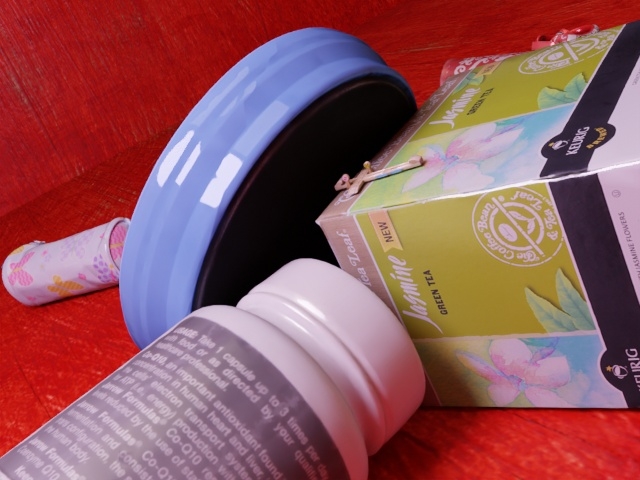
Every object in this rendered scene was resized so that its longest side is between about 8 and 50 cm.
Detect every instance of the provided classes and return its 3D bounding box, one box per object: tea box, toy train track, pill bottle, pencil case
[{"bbox_3d":[0.234,-0.034,0.723,0.324,0.219,0.329,-11,25,37],"label":"tea box"},{"bbox_3d":[0.048,-0.061,0.680,0.083,0.014,0.048,-15,24,30],"label":"toy train track"},{"bbox_3d":[-0.095,0.179,0.601,0.361,0.204,0.204,-38,25,-31],"label":"pill bottle"},{"bbox_3d":[-0.446,0.040,1.443,0.273,0.113,0.124,-13,46,26],"label":"pencil case"}]

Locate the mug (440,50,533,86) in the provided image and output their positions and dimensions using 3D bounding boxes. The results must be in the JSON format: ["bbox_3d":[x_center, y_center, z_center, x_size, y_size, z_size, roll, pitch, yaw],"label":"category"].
[{"bbox_3d":[0.309,-0.254,1.374,0.169,0.150,0.113,-1,-6,38],"label":"mug"}]

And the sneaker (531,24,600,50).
[{"bbox_3d":[0.321,-0.220,1.179,0.270,0.145,0.090,-30,21,-12],"label":"sneaker"}]

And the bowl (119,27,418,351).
[{"bbox_3d":[-0.030,-0.018,0.812,0.077,0.391,0.391,31,51,25],"label":"bowl"}]
